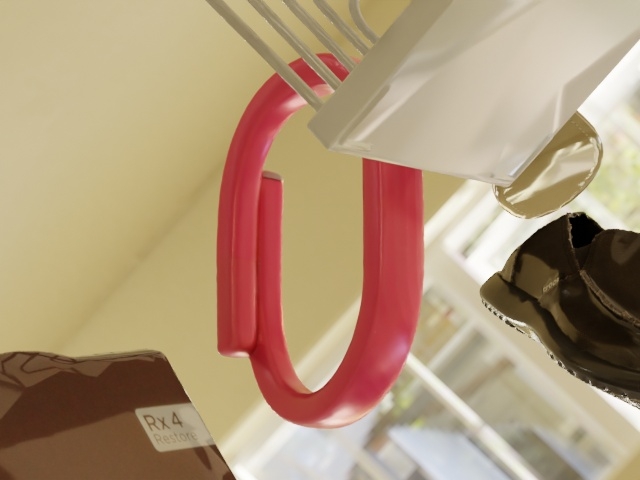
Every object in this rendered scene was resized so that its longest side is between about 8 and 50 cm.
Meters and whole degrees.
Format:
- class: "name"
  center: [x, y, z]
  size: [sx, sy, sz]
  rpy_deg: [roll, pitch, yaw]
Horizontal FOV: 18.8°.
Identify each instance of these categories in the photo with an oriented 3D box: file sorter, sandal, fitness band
- class: "file sorter"
  center: [0.067, -0.165, 1.071]
  size: [0.173, 0.193, 0.278]
  rpy_deg: [47, 16, 19]
- class: "sandal"
  center: [0.139, -0.094, 1.386]
  size: [0.079, 0.088, 0.240]
  rpy_deg: [65, 8, 23]
- class: "fitness band"
  center: [0.000, 0.000, 1.490]
  size: [0.054, 0.290, 0.209]
  rpy_deg: [11, -19, -37]

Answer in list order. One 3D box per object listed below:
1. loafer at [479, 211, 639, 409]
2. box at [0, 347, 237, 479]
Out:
- class: "loafer"
  center: [0.145, 0.030, 0.920]
  size: [0.080, 0.078, 0.220]
  rpy_deg: [28, 4, -26]
- class: "box"
  center: [-0.215, 0.211, 0.868]
  size: [0.191, 0.381, 0.143]
  rpy_deg: [-1, 53, -55]
